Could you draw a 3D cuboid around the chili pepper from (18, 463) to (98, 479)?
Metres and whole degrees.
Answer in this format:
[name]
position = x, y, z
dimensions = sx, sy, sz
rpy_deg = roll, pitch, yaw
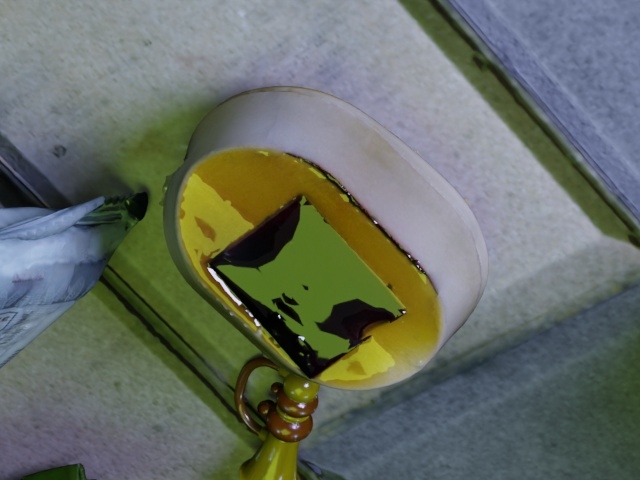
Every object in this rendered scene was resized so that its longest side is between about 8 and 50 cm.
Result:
[chili pepper]
position = -0.260, 0.248, 1.501
dimensions = 0.253, 0.083, 0.099
rpy_deg = -32, 108, 29

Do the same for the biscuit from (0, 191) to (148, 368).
[biscuit]
position = -0.262, 0.061, 1.306
dimensions = 0.309, 0.186, 0.079
rpy_deg = -41, 70, 37

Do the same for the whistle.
[whistle]
position = -0.029, 0.124, 1.366
dimensions = 0.046, 0.057, 0.109
rpy_deg = -9, 127, -32

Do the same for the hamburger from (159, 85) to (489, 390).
[hamburger]
position = 0.000, 0.000, 1.211
dimensions = 0.210, 0.116, 0.173
rpy_deg = 43, 119, -11
